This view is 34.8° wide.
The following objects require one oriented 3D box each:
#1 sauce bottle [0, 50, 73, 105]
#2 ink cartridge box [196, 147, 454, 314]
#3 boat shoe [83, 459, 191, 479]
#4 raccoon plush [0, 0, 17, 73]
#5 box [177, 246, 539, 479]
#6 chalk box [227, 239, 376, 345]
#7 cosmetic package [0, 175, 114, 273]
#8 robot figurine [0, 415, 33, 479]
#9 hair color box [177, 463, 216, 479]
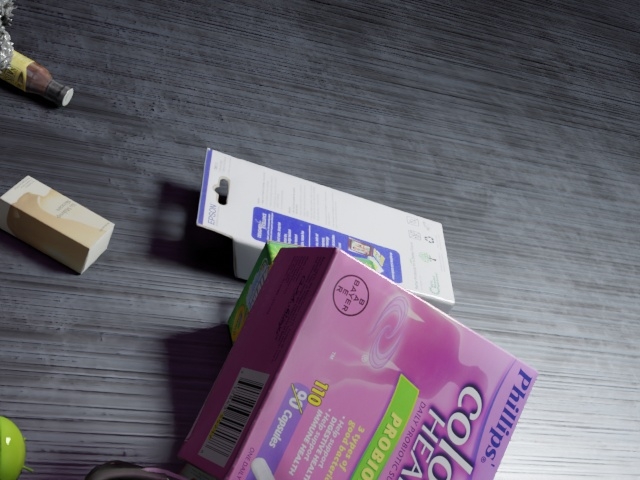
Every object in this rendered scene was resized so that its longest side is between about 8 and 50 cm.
[{"bbox_3d":[-0.380,-0.214,1.313,0.128,0.042,0.042,28,36,4],"label":"sauce bottle"},{"bbox_3d":[0.000,0.000,1.271,0.333,0.065,0.165,19,37,-14],"label":"ink cartridge box"},{"bbox_3d":[-0.052,0.280,0.828,0.335,0.095,0.112,26,71,4],"label":"boat shoe"},{"bbox_3d":[-0.431,-0.157,1.109,0.299,0.216,0.446,-2,62,-40],"label":"raccoon plush"},{"bbox_3d":[0.037,0.155,0.911,0.243,0.117,0.213,32,76,-23],"label":"box"},{"bbox_3d":[-0.012,0.092,1.089,0.132,0.132,0.213,9,39,-24],"label":"chalk box"},{"bbox_3d":[-0.293,-0.018,1.125,0.115,0.041,0.060,28,35,2],"label":"cosmetic package"},{"bbox_3d":[-0.301,0.179,0.854,0.115,0.067,0.101,6,29,-27],"label":"robot figurine"},{"bbox_3d":[-0.089,0.221,0.956,0.072,0.043,0.141,32,35,6],"label":"hair color box"}]
